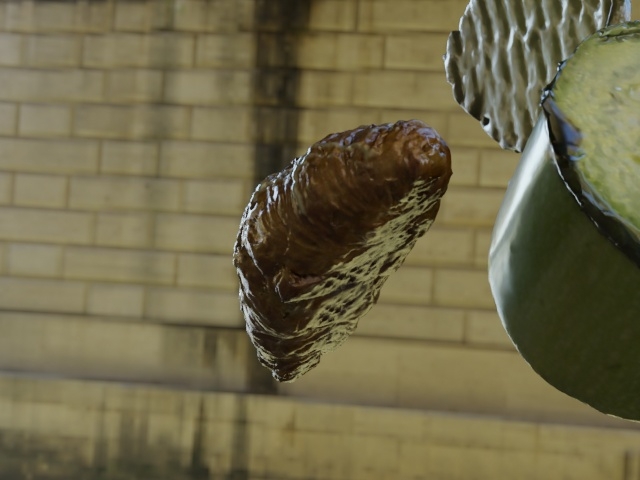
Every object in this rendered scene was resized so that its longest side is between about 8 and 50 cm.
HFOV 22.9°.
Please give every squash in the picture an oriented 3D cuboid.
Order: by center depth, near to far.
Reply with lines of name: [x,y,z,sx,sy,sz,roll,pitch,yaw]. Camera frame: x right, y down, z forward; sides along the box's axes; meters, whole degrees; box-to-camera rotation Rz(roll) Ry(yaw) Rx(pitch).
squash: [0.212,-0.014,0.872,0.220,0.220,0.133,4,-37,-7]

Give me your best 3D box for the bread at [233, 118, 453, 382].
bread: [0.000,0.000,0.893,0.105,0.076,0.233,-20,-26,-32]

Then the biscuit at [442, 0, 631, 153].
biscuit: [0.172,-0.164,1.187,0.036,0.187,0.273,-3,-32,-22]
